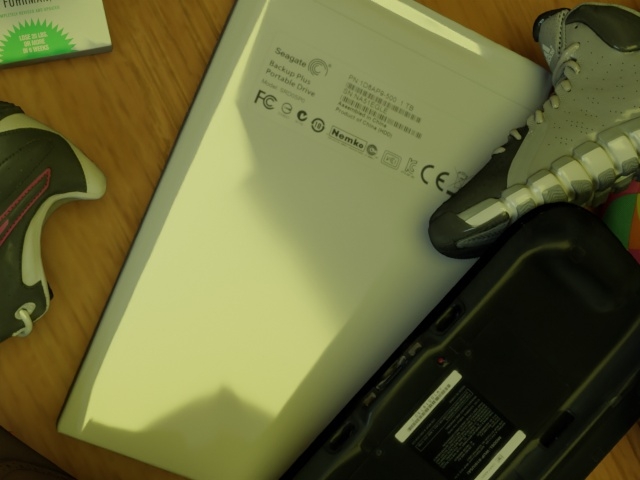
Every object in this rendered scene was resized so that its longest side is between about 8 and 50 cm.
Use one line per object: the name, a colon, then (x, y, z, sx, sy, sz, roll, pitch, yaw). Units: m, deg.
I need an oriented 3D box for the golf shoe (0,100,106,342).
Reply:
golf shoe: (-0.225, 0.046, 0.568, 0.120, 0.105, 0.272, 26, 82, -20)

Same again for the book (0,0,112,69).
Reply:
book: (-0.196, -0.186, 0.620, 0.096, 0.035, 0.144, -13, 93, -12)

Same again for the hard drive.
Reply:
hard drive: (0.000, 0.000, 0.662, 0.233, 0.047, 0.353, 24, 81, -15)

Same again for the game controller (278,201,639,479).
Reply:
game controller: (0.095, 0.128, 0.617, 0.166, 0.067, 0.319, 43, 88, -18)

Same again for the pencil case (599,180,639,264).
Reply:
pencil case: (0.271, -0.070, 0.717, 0.104, 0.104, 0.236, 10, 85, -16)

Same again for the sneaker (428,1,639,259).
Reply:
sneaker: (0.156, -0.085, 0.659, 0.229, 0.086, 0.132, -26, 72, -3)

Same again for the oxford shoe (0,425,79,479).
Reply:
oxford shoe: (-0.164, 0.150, 0.553, 0.271, 0.097, 0.098, 30, 34, -49)
